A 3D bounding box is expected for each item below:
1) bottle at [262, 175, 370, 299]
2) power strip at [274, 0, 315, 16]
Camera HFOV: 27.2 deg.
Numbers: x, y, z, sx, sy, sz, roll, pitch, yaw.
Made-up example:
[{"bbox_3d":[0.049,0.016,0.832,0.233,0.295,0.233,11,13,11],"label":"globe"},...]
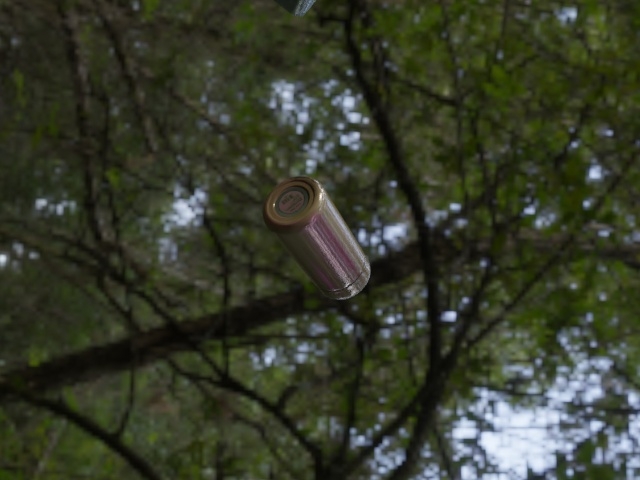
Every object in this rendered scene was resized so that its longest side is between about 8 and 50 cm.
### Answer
[{"bbox_3d":[0.000,0.000,0.886,0.096,0.045,0.045,53,19,-48],"label":"bottle"},{"bbox_3d":[0.036,-0.361,1.357,0.194,0.059,0.265,-56,-179,-25],"label":"power strip"}]
